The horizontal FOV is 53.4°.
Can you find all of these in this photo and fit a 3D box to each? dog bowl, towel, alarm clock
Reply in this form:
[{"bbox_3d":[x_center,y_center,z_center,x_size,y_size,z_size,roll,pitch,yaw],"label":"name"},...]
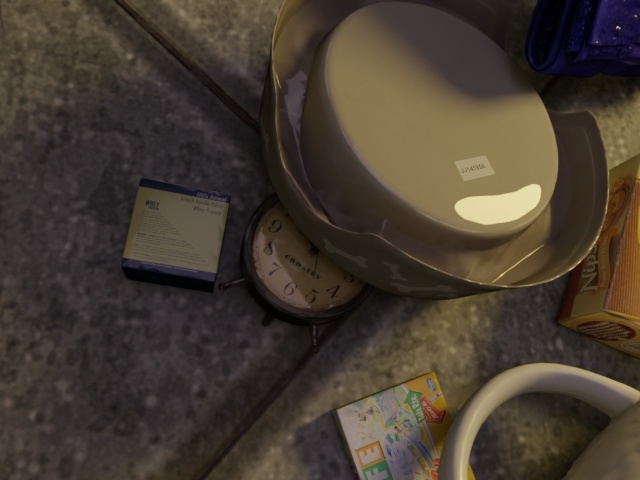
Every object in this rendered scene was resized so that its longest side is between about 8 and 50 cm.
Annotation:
[{"bbox_3d":[0.101,-0.102,0.600,0.348,0.102,0.349,10,62,-20],"label":"dog bowl"},{"bbox_3d":[0.335,-0.273,0.637,0.308,0.076,0.228,-11,120,-42],"label":"towel"},{"bbox_3d":[0.000,0.000,0.609,0.129,0.064,0.192,35,73,-1],"label":"alarm clock"}]

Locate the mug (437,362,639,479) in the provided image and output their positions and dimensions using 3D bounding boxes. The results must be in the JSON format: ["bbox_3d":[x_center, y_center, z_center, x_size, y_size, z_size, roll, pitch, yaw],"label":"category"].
[{"bbox_3d":[0.272,0.248,0.507,0.374,0.276,0.328,32,58,20],"label":"mug"}]

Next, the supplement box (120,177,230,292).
[{"bbox_3d":[-0.131,-0.003,0.586,0.083,0.056,0.083,10,73,-9],"label":"supplement box"}]

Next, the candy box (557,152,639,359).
[{"bbox_3d":[0.429,0.060,0.671,0.316,0.087,0.183,24,71,-6],"label":"candy box"}]

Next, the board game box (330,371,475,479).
[{"bbox_3d":[0.084,0.213,0.588,0.103,0.026,0.154,-18,79,-16],"label":"board game box"}]
